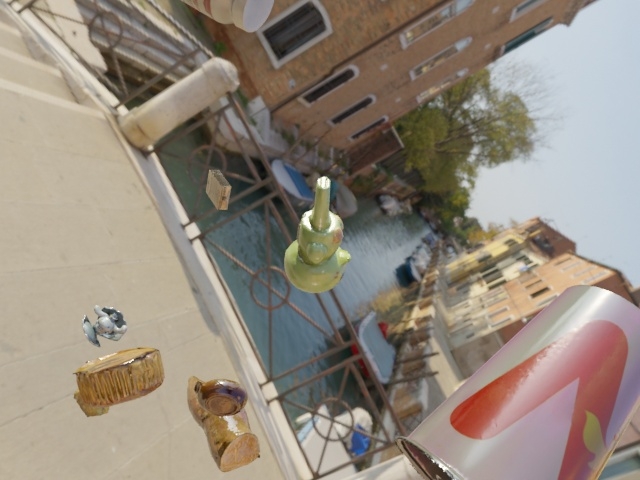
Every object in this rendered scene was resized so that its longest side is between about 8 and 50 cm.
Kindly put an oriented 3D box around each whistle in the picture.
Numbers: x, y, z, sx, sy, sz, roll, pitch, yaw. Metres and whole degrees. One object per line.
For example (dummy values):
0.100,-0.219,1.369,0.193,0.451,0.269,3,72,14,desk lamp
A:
0.010,0.003,1.105,0.141,0.294,0.141,13,44,-13,whistle

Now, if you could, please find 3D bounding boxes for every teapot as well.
-0.239,0.369,1.290,0.129,0.098,0.078,16,22,-13,teapot

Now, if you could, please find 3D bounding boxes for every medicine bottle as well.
-0.224,-0.528,1.084,0.250,0.131,0.131,34,9,11,medicine bottle

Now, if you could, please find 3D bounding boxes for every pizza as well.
-0.639,0.448,1.525,0.036,0.160,0.099,1,73,-59,pizza

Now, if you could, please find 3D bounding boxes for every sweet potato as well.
-0.280,0.465,1.457,0.337,0.131,0.131,43,-4,47,sweet potato

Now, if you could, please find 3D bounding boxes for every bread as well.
-0.468,0.323,1.261,0.199,0.199,0.104,-25,102,-76,bread

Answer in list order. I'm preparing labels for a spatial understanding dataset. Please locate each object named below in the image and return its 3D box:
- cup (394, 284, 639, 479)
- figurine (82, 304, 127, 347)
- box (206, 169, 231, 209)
0.254,0.195,0.614,0.203,0.288,0.203,42,-17,16,cup
-0.496,0.192,1.233,0.094,0.086,0.082,66,-15,2,figurine
-0.208,-0.104,1.090,0.024,0.053,0.083,0,31,-29,box
